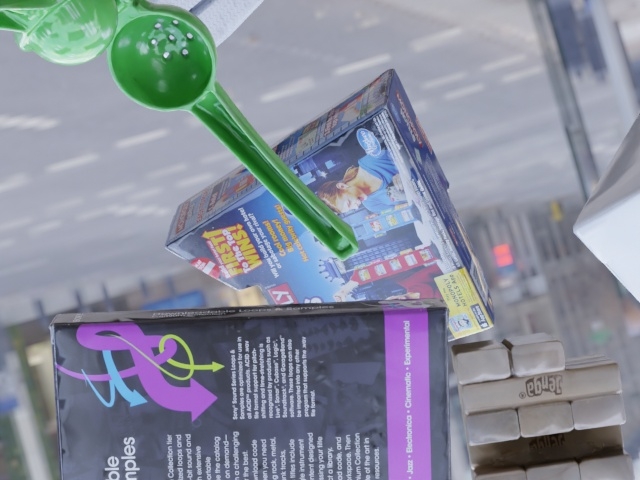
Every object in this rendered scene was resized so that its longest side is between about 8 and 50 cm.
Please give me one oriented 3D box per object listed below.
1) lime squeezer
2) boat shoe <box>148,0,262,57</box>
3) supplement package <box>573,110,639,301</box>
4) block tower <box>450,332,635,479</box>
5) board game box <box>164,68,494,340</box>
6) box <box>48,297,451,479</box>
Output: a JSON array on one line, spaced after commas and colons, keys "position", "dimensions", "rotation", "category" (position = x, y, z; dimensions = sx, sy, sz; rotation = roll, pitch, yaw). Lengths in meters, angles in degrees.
[{"position": [-0.103, -0.080, 0.862], "dimensions": [0.059, 0.110, 0.310], "rotation": [-22, 148, 34], "category": "lime squeezer"}, {"position": [-0.058, -0.282, 1.524], "dimensions": [0.335, 0.121, 0.119], "rotation": [-38, -138, -23], "category": "boat shoe"}, {"position": [0.209, -0.048, 0.579], "dimensions": [0.134, 0.139, 0.244], "rotation": [-34, -167, 43], "category": "supplement package"}, {"position": [0.142, 0.221, 0.991], "dimensions": [0.091, 0.335, 0.097], "rotation": [-9, 179, 3], "category": "block tower"}, {"position": [0.000, 0.000, 1.254], "dimensions": [0.194, 0.194, 0.060], "rotation": [-17, -152, 18], "category": "board game box"}, {"position": [-0.027, 0.084, 0.726], "dimensions": [0.162, 0.116, 0.029], "rotation": [-2, -170, -3], "category": "box"}]
